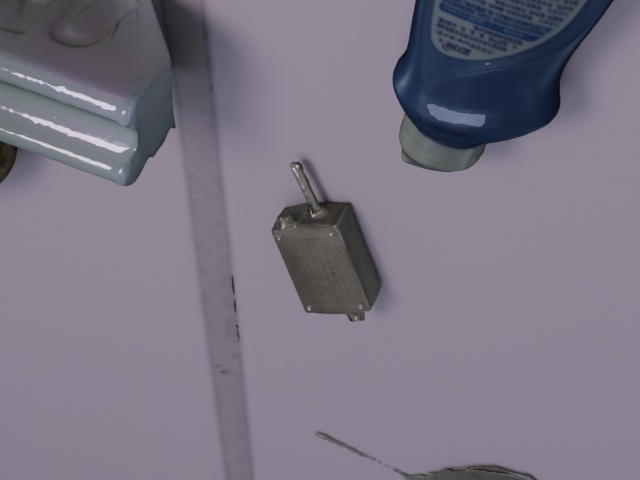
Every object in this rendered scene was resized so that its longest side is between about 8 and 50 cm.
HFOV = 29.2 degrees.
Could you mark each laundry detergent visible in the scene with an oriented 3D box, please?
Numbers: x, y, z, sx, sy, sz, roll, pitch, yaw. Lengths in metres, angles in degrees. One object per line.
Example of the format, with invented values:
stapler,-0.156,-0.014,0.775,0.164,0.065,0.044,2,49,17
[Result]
laundry detergent,0.133,-0.162,0.942,0.143,0.094,0.290,16,138,-3

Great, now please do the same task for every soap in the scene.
soap,-0.257,-0.170,1.054,0.289,0.173,0.095,20,134,9

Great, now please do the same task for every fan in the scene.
fan,0.133,0.284,1.387,0.310,0.010,0.182,23,135,4

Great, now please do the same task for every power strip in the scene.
power strip,0.000,0.000,1.176,0.075,0.042,0.175,-2,126,27

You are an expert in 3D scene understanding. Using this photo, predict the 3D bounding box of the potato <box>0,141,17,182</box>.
potato,-0.415,-0.109,1.201,0.235,0.160,0.178,13,174,-4
